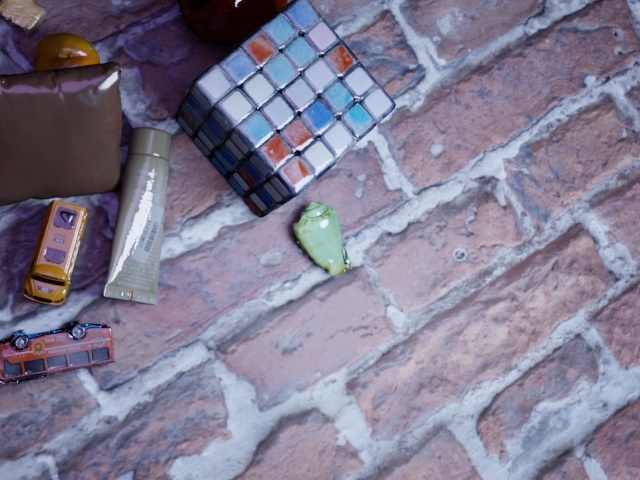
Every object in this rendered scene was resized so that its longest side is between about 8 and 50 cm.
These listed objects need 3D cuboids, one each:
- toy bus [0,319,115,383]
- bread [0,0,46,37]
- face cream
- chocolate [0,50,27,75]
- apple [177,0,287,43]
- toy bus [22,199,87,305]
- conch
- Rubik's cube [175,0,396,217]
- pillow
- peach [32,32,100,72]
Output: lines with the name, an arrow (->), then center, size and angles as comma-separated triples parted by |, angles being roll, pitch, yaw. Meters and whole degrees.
toy bus -> -0.512, 0.210, 1.755 | 0.235, 0.073, 0.096 | -10, 93, -18
bread -> -0.593, -0.454, 1.837 | 0.083, 0.035, 0.070 | 34, 75, -17
face cream -> -0.354, -0.050, 1.826 | 0.137, 0.084, 0.341 | 17, 75, -53
chocolate -> -0.622, -0.275, 1.741 | 0.147, 0.221, 0.221 | 37, 74, -26
apple -> -0.179, -0.505, 1.878 | 0.234, 0.234, 0.234 | 2, 82, -16
toy bus -> -0.507, 0.024, 1.770 | 0.083, 0.088, 0.194 | 15, 78, -15
conch -> 0.000, 0.000, 1.936 | 0.106, 0.079, 0.170 | -21, 96, -3
Rubik's cube -> -0.078, -0.255, 1.830 | 0.292, 0.293, 0.287 | -43, 96, -19
pillow -> -0.517, -0.188, 1.708 | 0.305, 0.307, 0.108 | -9, 47, -20
peach -> -0.492, -0.338, 1.802 | 0.138, 0.138, 0.138 | 2, 82, -16
